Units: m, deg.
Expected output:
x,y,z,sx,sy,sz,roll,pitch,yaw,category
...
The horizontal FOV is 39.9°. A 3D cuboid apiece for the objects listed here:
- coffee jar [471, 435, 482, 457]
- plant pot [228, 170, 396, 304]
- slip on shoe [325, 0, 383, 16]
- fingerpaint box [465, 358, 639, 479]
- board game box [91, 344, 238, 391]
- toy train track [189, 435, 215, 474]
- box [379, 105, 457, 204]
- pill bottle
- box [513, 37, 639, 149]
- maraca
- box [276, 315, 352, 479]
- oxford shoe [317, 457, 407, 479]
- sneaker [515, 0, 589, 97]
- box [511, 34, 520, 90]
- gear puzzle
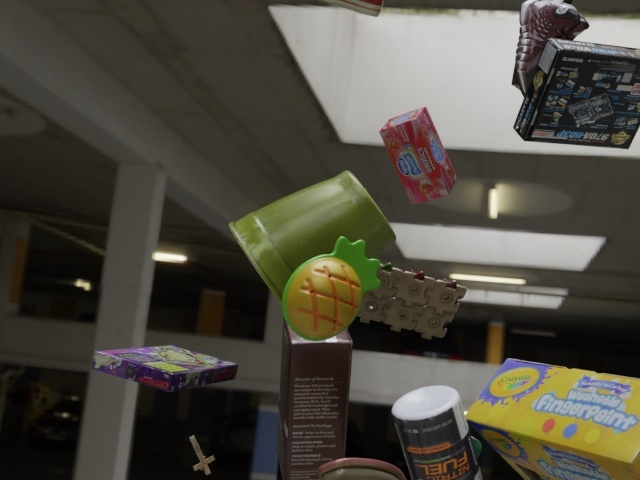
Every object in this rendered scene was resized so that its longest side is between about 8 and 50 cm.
x,y,z,sx,sy,sz,roll,pitch,yaw,category
0.291,0.479,2.124,0.184,0.096,0.079,34,-6,-8,coffee jar
0.000,0.000,2.390,0.353,0.366,0.366,-36,-13,0,plant pot
-0.006,-0.545,1.795,0.331,0.101,0.123,8,17,-32,slip on shoe
0.517,0.396,1.510,0.371,0.163,0.445,46,-18,-16,fingerpaint box
-0.361,0.301,2.106,0.208,0.056,0.347,17,2,20,board game box
-0.245,0.436,1.785,0.048,0.083,0.014,-24,-1,-30,toy train track
0.293,-0.251,2.623,0.128,0.256,0.122,-16,19,29,box
0.225,0.405,1.633,0.130,0.245,0.130,-17,13,4,pill bottle
0.464,-0.249,1.513,0.220,0.175,0.051,2,37,-17,box
0.018,0.077,1.400,0.127,0.186,0.099,52,-20,-17,maraca
-0.018,0.356,1.952,0.143,0.381,0.191,2,18,-9,box
0.122,0.521,1.689,0.123,0.130,0.348,-29,-49,28,oxford shoe
0.559,-0.463,2.098,0.163,0.281,0.106,-7,-17,35,sneaker
0.572,-0.461,2.377,0.037,0.136,0.225,10,1,27,box
0.162,0.126,2.092,0.339,0.175,0.044,15,32,-8,gear puzzle
